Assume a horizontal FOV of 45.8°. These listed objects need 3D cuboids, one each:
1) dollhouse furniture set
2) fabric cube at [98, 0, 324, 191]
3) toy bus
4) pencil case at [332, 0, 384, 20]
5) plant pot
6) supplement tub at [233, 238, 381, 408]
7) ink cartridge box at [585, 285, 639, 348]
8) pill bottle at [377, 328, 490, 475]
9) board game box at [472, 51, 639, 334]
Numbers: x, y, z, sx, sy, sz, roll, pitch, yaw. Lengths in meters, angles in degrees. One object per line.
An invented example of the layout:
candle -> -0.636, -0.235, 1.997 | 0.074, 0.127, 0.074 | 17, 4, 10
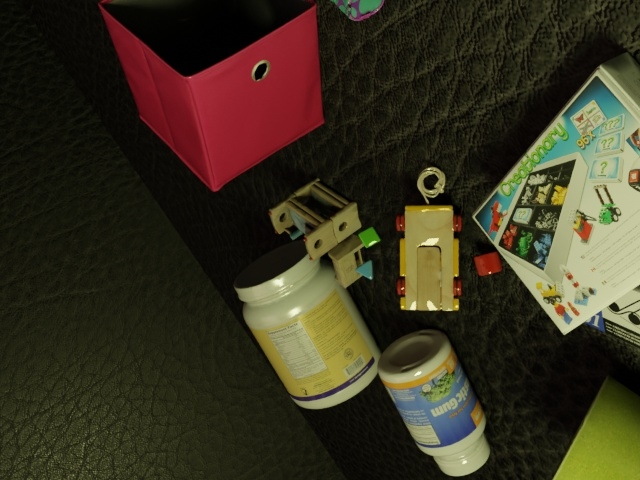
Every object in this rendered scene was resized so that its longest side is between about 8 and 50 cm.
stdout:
dollhouse furniture set -> 0.000, 0.000, 1.530 | 0.129, 0.129, 0.183 | 36, 153, 41
fabric cube -> -0.169, -0.292, 1.274 | 0.259, 0.254, 0.258 | 43, 156, 29
toy bus -> 0.173, 0.016, 1.201 | 0.191, 0.202, 0.104 | 46, -171, 5
pencil case -> 0.015, -0.359, 1.033 | 0.152, 0.065, 0.070 | 45, 141, 27
plant pot -> 0.447, 0.368, 0.980 | 0.294, 0.274, 0.274 | 28, 150, 23
supplement tub -> -0.030, 0.189, 1.733 | 0.331, 0.241, 0.241 | 61, 159, -16
ink cartridge box -> 0.372, 0.073, 0.943 | 0.207, 0.046, 0.097 | 29, 146, 50
pill bottle -> 0.232, 0.323, 1.488 | 0.152, 0.152, 0.272 | 11, 133, 62
board game box -> 0.302, -0.035, 0.844 | 0.193, 0.053, 0.305 | 55, 153, 15
